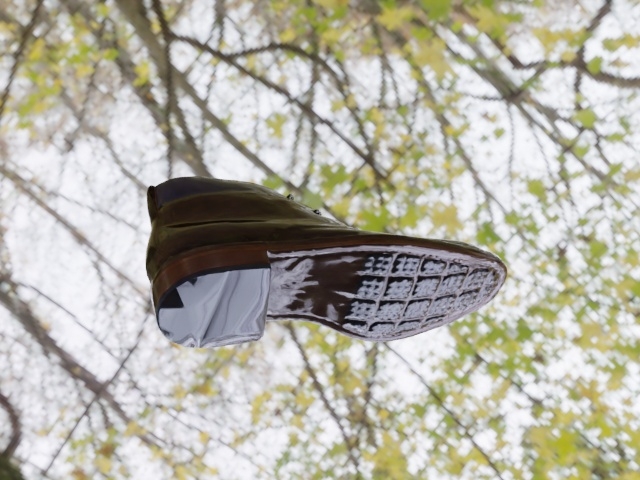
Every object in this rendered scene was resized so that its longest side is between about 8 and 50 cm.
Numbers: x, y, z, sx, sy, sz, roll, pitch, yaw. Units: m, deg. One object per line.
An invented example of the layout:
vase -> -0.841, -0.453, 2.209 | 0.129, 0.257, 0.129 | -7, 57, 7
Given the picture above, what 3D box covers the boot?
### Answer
boot -> 0.000, 0.000, 0.706 | 0.106, 0.219, 0.082 | -115, -147, -45
